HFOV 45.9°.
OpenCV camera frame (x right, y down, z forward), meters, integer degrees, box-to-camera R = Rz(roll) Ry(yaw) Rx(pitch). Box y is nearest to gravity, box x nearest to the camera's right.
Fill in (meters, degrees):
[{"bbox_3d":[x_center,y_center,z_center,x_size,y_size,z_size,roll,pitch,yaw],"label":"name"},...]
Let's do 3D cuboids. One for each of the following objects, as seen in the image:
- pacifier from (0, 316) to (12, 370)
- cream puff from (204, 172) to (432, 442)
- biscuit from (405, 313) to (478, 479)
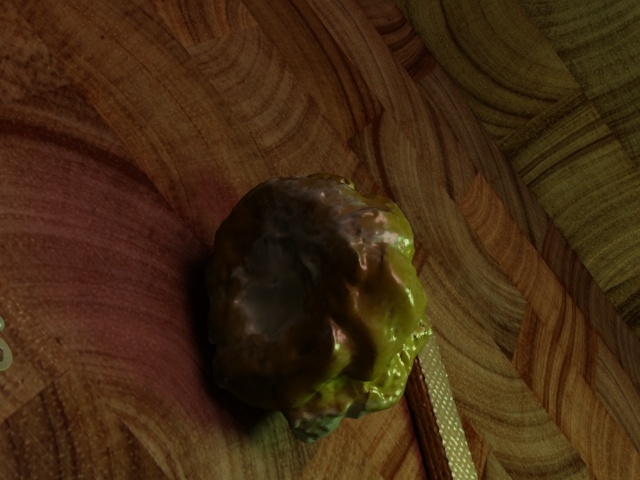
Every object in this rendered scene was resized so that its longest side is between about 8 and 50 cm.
[{"bbox_3d":[-0.357,0.100,0.801,0.083,0.064,0.068,35,19,-32],"label":"pacifier"},{"bbox_3d":[0.008,0.089,1.088,0.275,0.378,0.378,14,50,-49],"label":"cream puff"},{"bbox_3d":[0.207,0.300,1.413,0.094,0.054,0.379,22,45,-43],"label":"biscuit"}]
